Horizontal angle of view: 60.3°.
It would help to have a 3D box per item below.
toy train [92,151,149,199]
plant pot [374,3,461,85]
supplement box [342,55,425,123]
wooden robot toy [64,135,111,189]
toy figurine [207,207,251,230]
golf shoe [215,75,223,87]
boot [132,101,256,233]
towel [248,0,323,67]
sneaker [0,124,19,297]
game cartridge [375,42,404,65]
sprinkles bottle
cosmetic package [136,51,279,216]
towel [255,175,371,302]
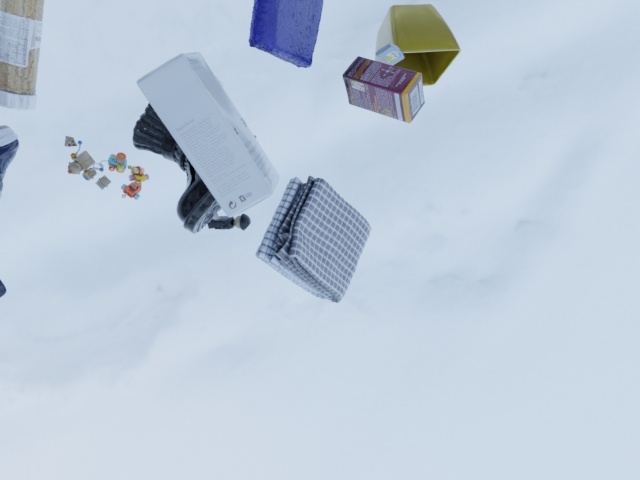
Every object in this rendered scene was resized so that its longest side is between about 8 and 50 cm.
[{"bbox_3d":[-0.568,-0.196,1.597,0.166,0.125,0.046,39,130,3],"label":"toy train"},{"bbox_3d":[0.283,-0.616,1.726,0.213,0.212,0.187,-7,78,-13],"label":"plant pot"},{"bbox_3d":[0.159,-0.381,1.388,0.080,0.188,0.104,-54,150,-19],"label":"supplement box"},{"bbox_3d":[-0.671,-0.202,1.532,0.173,0.076,0.079,59,45,-28],"label":"wooden robot toy"},{"bbox_3d":[-0.319,-0.150,1.870,0.148,0.212,0.209,0,152,11],"label":"toy figurine"},{"bbox_3d":[-0.352,-0.440,1.783,0.140,0.306,0.115,42,114,-17],"label":"golf shoe"},{"bbox_3d":[-0.322,-0.187,1.268,0.260,0.347,0.131,26,133,-8],"label":"boot"},{"bbox_3d":[-0.067,-0.529,1.133,0.076,0.228,0.307,13,99,25],"label":"towel"},{"bbox_3d":[-0.435,-0.012,0.685,0.099,0.282,0.153,-20,124,38],"label":"sneaker"},{"bbox_3d":[0.194,-0.510,1.513,0.056,0.017,0.083,-29,157,30],"label":"game cartridge"},{"bbox_3d":[-0.882,-0.565,1.607,0.121,0.121,0.355,10,109,-17],"label":"sprinkles bottle"},{"bbox_3d":[-0.159,-0.161,0.825,0.086,0.117,0.231,-28,108,10],"label":"cosmetic package"},{"bbox_3d":[0.000,0.000,1.376,0.284,0.121,0.234,41,67,-45],"label":"towel"}]
